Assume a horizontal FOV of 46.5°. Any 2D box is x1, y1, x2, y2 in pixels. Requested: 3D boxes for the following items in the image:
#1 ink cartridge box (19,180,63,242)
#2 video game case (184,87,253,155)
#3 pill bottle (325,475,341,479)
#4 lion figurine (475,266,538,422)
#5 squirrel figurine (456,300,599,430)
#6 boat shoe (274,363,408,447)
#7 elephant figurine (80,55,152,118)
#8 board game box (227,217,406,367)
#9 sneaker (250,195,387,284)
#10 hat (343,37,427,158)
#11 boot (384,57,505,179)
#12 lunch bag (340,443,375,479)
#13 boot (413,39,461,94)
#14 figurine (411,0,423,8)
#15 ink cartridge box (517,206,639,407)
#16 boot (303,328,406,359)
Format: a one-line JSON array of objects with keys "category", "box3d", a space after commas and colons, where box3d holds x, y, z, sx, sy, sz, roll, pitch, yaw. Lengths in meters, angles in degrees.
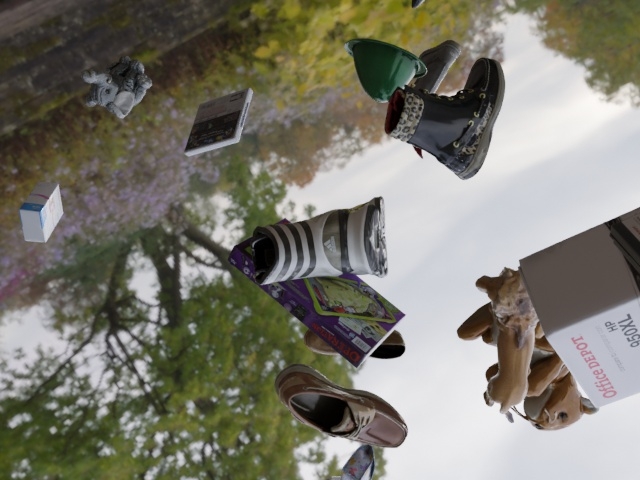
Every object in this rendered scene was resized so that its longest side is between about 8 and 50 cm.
[{"category": "ink cartridge box", "box3d": [-0.645, -0.068, 1.724, 0.052, 0.089, 0.122, 5, -143, -1]}, {"category": "video game case", "box3d": [-0.276, -0.320, 2.016, 0.190, 0.022, 0.173, -9, -125, 35]}, {"category": "pill bottle", "box3d": [0.001, 0.790, 1.968, 0.302, 0.169, 0.169, -55, -171, 9]}, {"category": "lion figurine", "box3d": [0.432, 0.250, 1.683, 0.142, 0.393, 0.240, -4, -177, 10]}, {"category": "squirrel figurine", "box3d": [0.618, 0.300, 1.999, 0.281, 0.371, 0.397, -19, -165, 49]}, {"category": "boat shoe", "box3d": [0.048, 0.381, 1.603, 0.123, 0.324, 0.116, -63, -165, 12]}, {"category": "elephant figurine", "box3d": [-0.649, -0.458, 2.284, 0.169, 0.186, 0.239, -11, -154, 37]}, {"category": "board game box", "box3d": [-0.004, 0.099, 1.554, 0.208, 0.346, 0.056, -34, 159, -51]}, {"category": "sneaker", "box3d": [0.000, -0.001, 1.495, 0.257, 0.169, 0.447, -3, 178, 9]}, {"category": "hat", "box3d": [0.111, -0.287, 1.501, 0.208, 0.172, 0.184, 16, -95, 56]}, {"category": "boot", "box3d": [0.216, -0.241, 1.279, 0.085, 0.178, 0.237, -23, -133, 63]}, {"category": "lunch bag", "box3d": [0.078, 0.444, 1.445, 0.053, 0.071, 0.083, 27, -133, 20]}, {"category": "boot", "box3d": [0.262, -0.397, 1.891, 0.209, 0.076, 0.189, -64, -169, -19]}, {"category": "figurine", "box3d": [0.289, -0.804, 2.111, 0.209, 0.215, 0.092, -36, 179, 19]}, {"category": "ink cartridge box", "box3d": [0.563, 0.084, 1.200, 0.394, 0.285, 0.166, -26, -137, 19]}, {"category": "boot", "box3d": [0.105, 0.300, 2.203, 0.305, 0.112, 0.115, 3, -171, -6]}]
